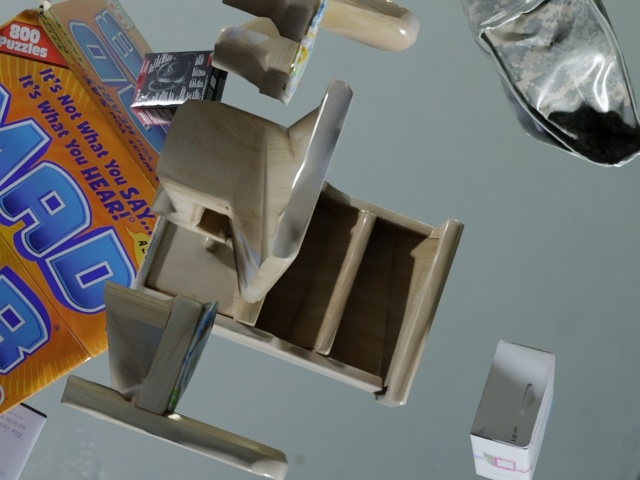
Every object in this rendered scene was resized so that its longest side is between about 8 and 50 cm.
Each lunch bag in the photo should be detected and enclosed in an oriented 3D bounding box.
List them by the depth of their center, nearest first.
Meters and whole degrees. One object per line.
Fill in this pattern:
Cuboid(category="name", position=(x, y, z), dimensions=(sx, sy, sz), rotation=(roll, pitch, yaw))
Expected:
Cuboid(category="lunch bag", position=(0.306, -0.244, 1.621), dimensions=(0.287, 0.169, 0.235), rotation=(50, 17, -30))

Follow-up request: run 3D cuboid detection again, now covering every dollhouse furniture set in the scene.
Cuboid(category="dollhouse furniture set", position=(0.000, 0.000, 0.941), dimensions=(0.256, 0.394, 0.362), rotation=(20, 78, -5))

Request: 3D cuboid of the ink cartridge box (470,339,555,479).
Cuboid(category="ink cartridge box", position=(0.166, 0.150, 1.066), dimensions=(0.052, 0.122, 0.089), rotation=(15, 67, 15))

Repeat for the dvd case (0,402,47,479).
Cuboid(category="dvd case", position=(-0.459, 0.291, 1.509), dimensions=(0.180, 0.022, 0.253), rotation=(37, 67, -35))

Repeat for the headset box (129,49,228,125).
Cuboid(category="headset box", position=(-0.132, -0.139, 1.134), dimensions=(0.032, 0.083, 0.062), rotation=(56, 40, -55))

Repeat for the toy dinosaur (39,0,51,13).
Cuboid(category="toy dinosaur", position=(-0.317, -0.277, 1.287), dimensions=(0.092, 0.183, 0.053), rotation=(19, 76, -40))

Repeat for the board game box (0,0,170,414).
Cuboid(category="board game box", position=(-0.341, -0.054, 1.539), dimensions=(0.356, 0.356, 0.356), rotation=(-32, 100, 12))
